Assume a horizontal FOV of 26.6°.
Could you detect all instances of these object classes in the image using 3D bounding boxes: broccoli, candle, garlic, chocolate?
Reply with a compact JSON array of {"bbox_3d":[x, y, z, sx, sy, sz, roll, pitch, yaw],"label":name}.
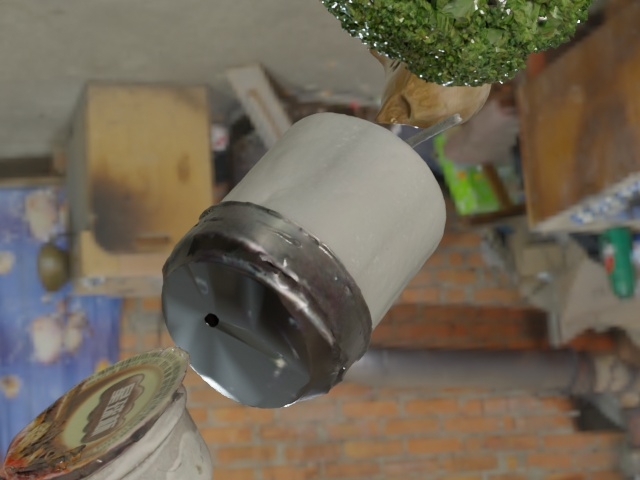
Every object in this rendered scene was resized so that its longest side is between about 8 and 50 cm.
[{"bbox_3d":[0.125,-0.336,1.420,0.309,0.413,0.321,-3,133,26],"label":"broccoli"},{"bbox_3d":[0.000,0.000,1.426,0.221,0.221,0.342,-17,-155,47],"label":"candle"},{"bbox_3d":[0.146,-0.294,2.039,0.196,0.338,0.151,-12,128,-3],"label":"garlic"},{"bbox_3d":[-0.180,0.211,1.227,0.221,0.147,0.221,-23,-163,7],"label":"chocolate"}]
